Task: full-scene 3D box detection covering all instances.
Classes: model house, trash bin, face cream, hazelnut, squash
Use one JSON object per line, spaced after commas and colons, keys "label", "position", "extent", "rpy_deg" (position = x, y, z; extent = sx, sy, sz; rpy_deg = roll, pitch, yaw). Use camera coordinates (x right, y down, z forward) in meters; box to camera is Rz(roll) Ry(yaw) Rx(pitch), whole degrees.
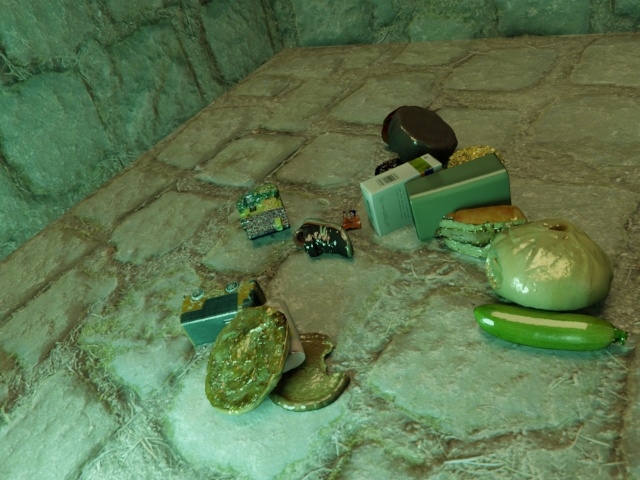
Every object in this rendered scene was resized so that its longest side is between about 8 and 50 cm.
{"label": "model house", "position": [-0.236, -0.099, 2.289], "extent": [0.193, 0.170, 0.211], "rpy_deg": [-17, 36, -2]}
{"label": "trash bin", "position": [0.493, -0.150, 2.006], "extent": [0.343, 0.223, 0.158], "rpy_deg": [-15, 36, 9]}
{"label": "face cream", "position": [-0.123, 0.295, 1.755], "extent": [0.107, 0.073, 0.269], "rpy_deg": [-29, 36, 3]}
{"label": "hazelnut", "position": [0.377, -0.528, 2.596], "extent": [0.177, 0.178, 0.204], "rpy_deg": [4, 69, 27]}
{"label": "squash", "position": [0.618, 0.243, 1.523], "extent": [0.394, 0.107, 0.107], "rpy_deg": [5, 42, 25]}

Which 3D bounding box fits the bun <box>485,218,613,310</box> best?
{"label": "bun", "position": [0.661, 0.048, 1.617], "extent": [0.363, 0.202, 0.364], "rpy_deg": [-3, 23, 1]}

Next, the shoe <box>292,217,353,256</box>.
{"label": "shoe", "position": [0.000, 0.000, 2.100], "extent": [0.137, 0.114, 0.290], "rpy_deg": [-35, 37, -31]}

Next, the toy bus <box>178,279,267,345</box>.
{"label": "toy bus", "position": [-0.330, 0.247, 1.903], "extent": [0.275, 0.139, 0.167], "rpy_deg": [-14, 38, 8]}

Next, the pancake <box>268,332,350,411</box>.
{"label": "pancake", "position": [-0.042, 0.390, 1.678], "extent": [0.285, 0.033, 0.288], "rpy_deg": [3, 41, 28]}

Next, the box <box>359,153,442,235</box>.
{"label": "box", "position": [0.319, -0.173, 2.118], "extent": [0.299, 0.200, 0.106], "rpy_deg": [-23, 37, -7]}

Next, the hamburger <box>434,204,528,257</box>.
{"label": "hamburger", "position": [0.564, -0.039, 1.877], "extent": [0.245, 0.156, 0.282], "rpy_deg": [-30, 32, -22]}

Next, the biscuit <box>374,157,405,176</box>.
{"label": "biscuit", "position": [0.325, -0.295, 2.400], "extent": [0.194, 0.053, 0.195], "rpy_deg": [-11, 37, 9]}

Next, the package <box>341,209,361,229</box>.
{"label": "package", "position": [0.120, -0.082, 2.229], "extent": [0.077, 0.033, 0.111], "rpy_deg": [2, 49, -11]}

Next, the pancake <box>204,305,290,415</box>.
{"label": "pancake", "position": [-0.226, 0.354, 1.680], "extent": [0.356, 0.065, 0.356], "rpy_deg": [-22, 47, 26]}

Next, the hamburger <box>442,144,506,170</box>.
{"label": "hamburger", "position": [0.602, -0.287, 2.198], "extent": [0.261, 0.139, 0.243], "rpy_deg": [-25, 37, -11]}

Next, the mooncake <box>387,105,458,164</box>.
{"label": "mooncake", "position": [0.428, -0.435, 2.375], "extent": [0.305, 0.154, 0.306], "rpy_deg": [10, 47, -11]}
